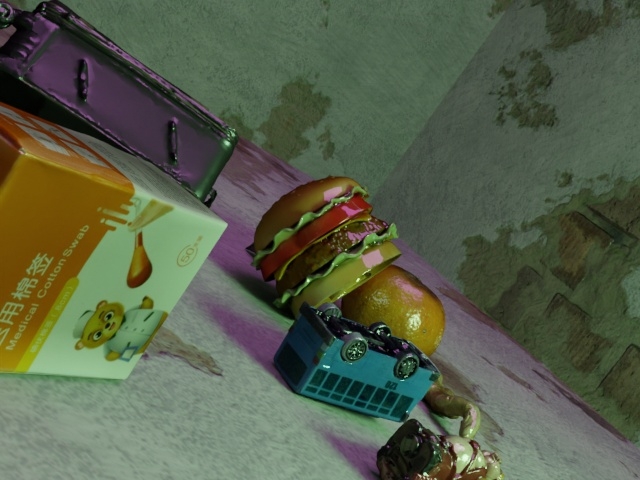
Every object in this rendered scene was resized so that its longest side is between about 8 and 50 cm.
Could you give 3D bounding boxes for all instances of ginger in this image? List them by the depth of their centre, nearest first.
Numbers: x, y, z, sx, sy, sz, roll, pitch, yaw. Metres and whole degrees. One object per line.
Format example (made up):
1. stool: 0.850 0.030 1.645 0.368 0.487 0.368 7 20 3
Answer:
1. ginger: 0.239 0.306 1.946 0.089 0.075 0.288 37 3 -21

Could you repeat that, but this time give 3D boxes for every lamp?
1. lamp: 0.191 0.330 1.461 0.253 0.118 0.118 27 12 -36

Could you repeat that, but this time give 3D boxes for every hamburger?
1. hamburger: 0.000 0.000 1.915 0.212 0.274 0.274 58 12 6

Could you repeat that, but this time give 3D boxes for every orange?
1. orange: 0.154 0.145 2.121 0.224 0.170 0.224 35 10 -7

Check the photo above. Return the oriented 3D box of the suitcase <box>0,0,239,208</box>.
1. suitcase: -0.351 -0.179 1.632 0.434 0.194 0.283 35 -29 -12

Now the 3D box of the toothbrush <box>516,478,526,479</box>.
1. toothbrush: 0.463 0.491 1.935 0.307 0.030 0.025 27 1 -34

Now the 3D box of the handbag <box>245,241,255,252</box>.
1. handbag: -0.017 0.036 2.186 0.270 0.182 0.117 31 53 -36

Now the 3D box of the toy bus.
1. toy bus: 0.057 0.194 1.602 0.234 0.134 0.116 23 13 -35

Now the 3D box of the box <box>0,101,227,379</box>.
1. box: -0.279 0.006 1.029 0.143 0.225 0.341 37 8 26
